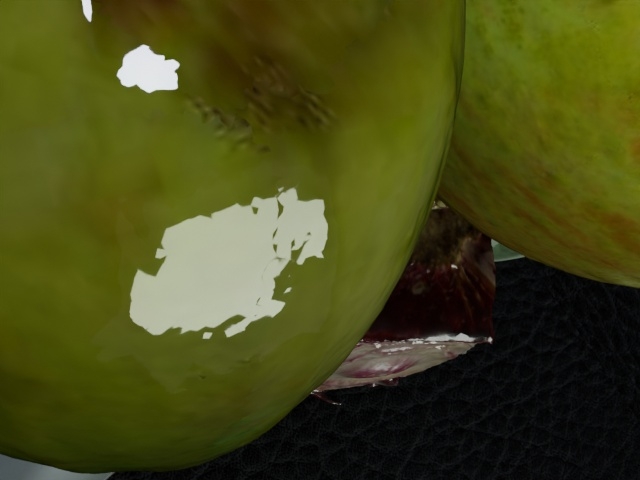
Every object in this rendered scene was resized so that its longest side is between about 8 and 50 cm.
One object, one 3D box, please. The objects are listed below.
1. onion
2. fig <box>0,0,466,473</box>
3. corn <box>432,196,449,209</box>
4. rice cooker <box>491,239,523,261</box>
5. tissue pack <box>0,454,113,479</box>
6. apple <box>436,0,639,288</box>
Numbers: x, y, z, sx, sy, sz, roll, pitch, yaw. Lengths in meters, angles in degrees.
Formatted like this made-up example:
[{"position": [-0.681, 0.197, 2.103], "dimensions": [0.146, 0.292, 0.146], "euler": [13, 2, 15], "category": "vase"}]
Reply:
[{"position": [-0.005, -0.001, 1.327], "dimensions": [0.207, 0.206, 0.216], "euler": [6, 160, -32], "category": "onion"}, {"position": [-0.073, -0.035, 0.573], "dimensions": [0.239, 0.239, 0.271], "euler": [-33, 137, -36], "category": "fig"}, {"position": [0.130, -0.064, 1.157], "dimensions": [0.290, 0.098, 0.098], "euler": [-3, -173, 16], "category": "corn"}, {"position": [0.125, -0.116, 1.527], "dimensions": [0.288, 0.277, 0.288], "euler": [-33, 179, -1], "category": "rice cooker"}, {"position": [-0.268, 0.116, 1.351], "dimensions": [0.333, 0.229, 0.236], "euler": [-35, 180, 27], "category": "tissue pack"}, {"position": [0.165, -0.142, 0.929], "dimensions": [0.339, 0.339, 0.339], "euler": [-34, 178, -1], "category": "apple"}]
